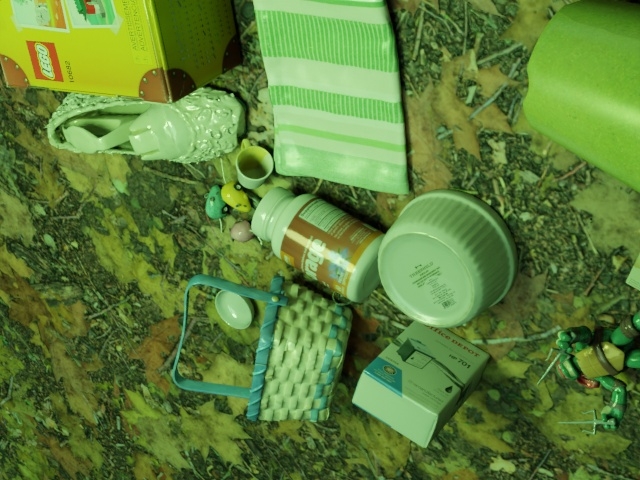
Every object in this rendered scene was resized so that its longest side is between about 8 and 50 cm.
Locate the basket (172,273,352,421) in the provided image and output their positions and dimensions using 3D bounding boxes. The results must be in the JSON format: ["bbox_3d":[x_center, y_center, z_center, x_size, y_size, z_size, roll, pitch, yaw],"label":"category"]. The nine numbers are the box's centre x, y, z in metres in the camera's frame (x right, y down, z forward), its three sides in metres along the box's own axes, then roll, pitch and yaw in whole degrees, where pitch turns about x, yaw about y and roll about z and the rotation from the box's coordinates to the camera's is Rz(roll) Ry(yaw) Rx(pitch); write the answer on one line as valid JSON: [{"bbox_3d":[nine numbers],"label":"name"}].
[{"bbox_3d":[-0.104,0.188,1.967,0.289,0.201,0.254,11,129,-5],"label":"basket"}]

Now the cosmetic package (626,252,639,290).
[{"bbox_3d":[0.469,0.021,1.555,0.060,0.041,0.115,29,131,20],"label":"cosmetic package"}]

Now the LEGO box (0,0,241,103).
[{"bbox_3d":[-0.360,-0.484,1.761,0.373,0.193,0.500,11,123,32],"label":"LEGO box"}]

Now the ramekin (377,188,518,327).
[{"bbox_3d":[0.185,0.035,1.734,0.207,0.109,0.207,19,127,27],"label":"ramekin"}]

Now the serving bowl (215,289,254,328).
[{"bbox_3d":[-0.154,0.122,2.106,0.083,0.027,0.083,19,127,28],"label":"serving bowl"}]

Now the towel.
[{"bbox_3d":[0.014,-0.234,1.746,0.248,0.038,0.324,12,124,31],"label":"towel"}]

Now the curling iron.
[{"bbox_3d":[-0.033,0.012,1.938,0.274,0.035,0.068,42,135,8],"label":"curling iron"}]

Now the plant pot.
[{"bbox_3d":[0.395,-0.172,1.362,0.254,0.276,0.276,29,132,36],"label":"plant pot"}]

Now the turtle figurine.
[{"bbox_3d":[0.409,0.173,1.644,0.175,0.118,0.234,45,130,-16],"label":"turtle figurine"}]

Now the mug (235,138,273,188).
[{"bbox_3d":[-0.111,-0.123,1.901,0.062,0.078,0.064,16,158,-3],"label":"mug"}]

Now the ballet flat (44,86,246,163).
[{"bbox_3d":[-0.313,-0.186,1.961,0.409,0.147,0.147,4,119,35],"label":"ballet flat"}]

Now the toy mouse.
[{"bbox_3d":[-0.163,-0.041,1.991,0.161,0.031,0.143,55,146,8],"label":"toy mouse"}]

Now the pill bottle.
[{"bbox_3d":[0.000,0.000,1.844,0.216,0.121,0.121,29,131,21],"label":"pill bottle"}]

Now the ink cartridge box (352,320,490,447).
[{"bbox_3d":[0.162,0.220,1.812,0.140,0.191,0.082,30,130,19],"label":"ink cartridge box"}]
